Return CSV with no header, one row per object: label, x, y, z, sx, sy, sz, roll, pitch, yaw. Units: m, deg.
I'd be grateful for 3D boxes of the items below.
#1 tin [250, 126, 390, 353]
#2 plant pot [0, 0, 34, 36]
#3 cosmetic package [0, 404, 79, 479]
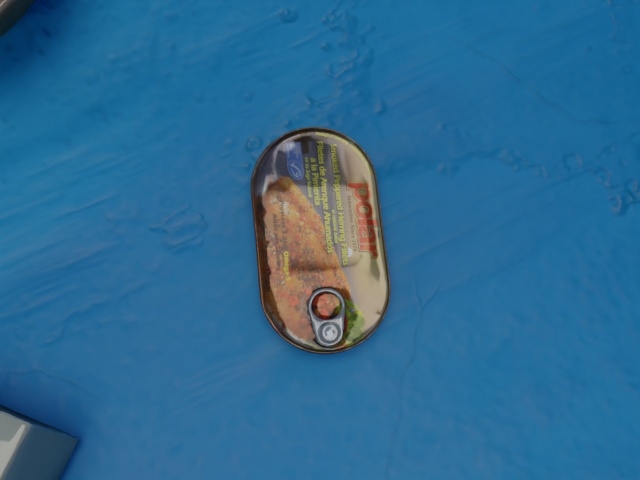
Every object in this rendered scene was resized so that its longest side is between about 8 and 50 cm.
tin,0.000,0.000,0.629,0.106,0.040,0.190,-6,77,1
plant pot,-0.333,-0.238,0.639,0.237,0.110,0.237,0,76,-2
cosmetic package,-0.316,0.244,0.506,0.160,0.113,0.309,20,72,7
